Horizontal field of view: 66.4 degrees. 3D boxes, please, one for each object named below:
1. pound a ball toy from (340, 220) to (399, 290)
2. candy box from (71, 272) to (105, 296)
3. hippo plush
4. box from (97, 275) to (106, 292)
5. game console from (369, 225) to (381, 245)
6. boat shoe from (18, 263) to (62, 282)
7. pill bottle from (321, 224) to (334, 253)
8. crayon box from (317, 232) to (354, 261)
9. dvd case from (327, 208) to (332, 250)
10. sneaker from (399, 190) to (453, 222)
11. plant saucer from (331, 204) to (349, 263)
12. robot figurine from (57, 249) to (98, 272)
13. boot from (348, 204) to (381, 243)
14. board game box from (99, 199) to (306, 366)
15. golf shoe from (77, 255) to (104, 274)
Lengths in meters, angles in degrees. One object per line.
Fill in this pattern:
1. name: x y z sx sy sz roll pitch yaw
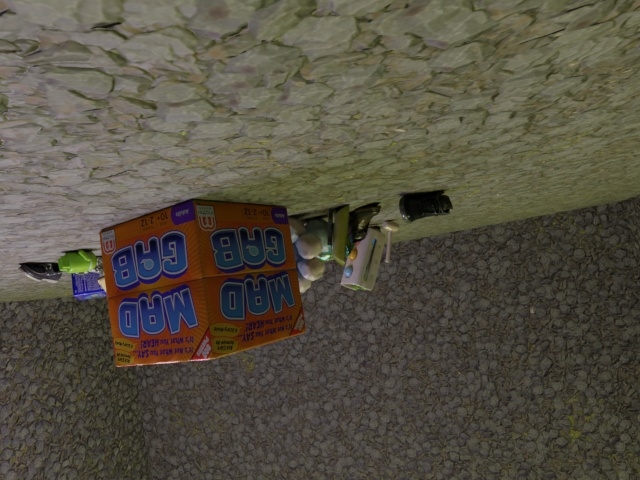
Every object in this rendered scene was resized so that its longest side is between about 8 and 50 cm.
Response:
1. pound a ball toy: 0.211 0.058 2.202 0.136 0.319 0.208 24 164 -29
2. candy box: -0.916 0.179 2.169 0.317 0.122 0.268 -6 172 -23
3. hippo plush: -0.056 0.046 1.689 0.294 0.234 0.236 -36 171 36
4. box: -0.793 0.176 2.039 0.201 0.164 0.021 -25 -141 -10
5. game console: 0.223 -0.013 2.368 0.144 0.085 0.124 -11 175 14
6. boat shoe: -0.961 0.099 1.691 0.065 0.075 0.206 -52 172 -7
7. pill bottle: 0.000 0.000 1.981 0.180 0.108 0.108 -10 175 0
8. crayon box: 0.004 0.029 2.157 0.278 0.081 0.165 -12 -163 19
9. dvd case: 0.032 -0.033 1.581 0.013 0.119 0.087 3 168 4
10. sneaker: 0.336 -0.112 1.552 0.130 0.087 0.227 -15 175 34
11. plant saucer: 0.064 -0.014 1.604 0.045 0.188 0.188 5 175 2
12. robot figurine: -0.764 0.068 1.547 0.115 0.067 0.101 -4 161 -46
13. boot: 0.152 -0.055 1.678 0.082 0.106 0.219 -7 175 -23
14. board game box: -0.306 0.112 1.302 0.356 0.356 0.356 -12 174 32
15. golf shoe: -0.821 0.083 1.744 0.086 0.069 0.176 10 180 24
